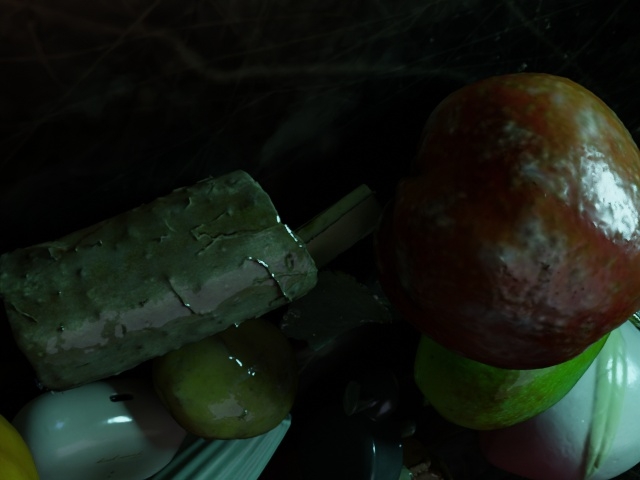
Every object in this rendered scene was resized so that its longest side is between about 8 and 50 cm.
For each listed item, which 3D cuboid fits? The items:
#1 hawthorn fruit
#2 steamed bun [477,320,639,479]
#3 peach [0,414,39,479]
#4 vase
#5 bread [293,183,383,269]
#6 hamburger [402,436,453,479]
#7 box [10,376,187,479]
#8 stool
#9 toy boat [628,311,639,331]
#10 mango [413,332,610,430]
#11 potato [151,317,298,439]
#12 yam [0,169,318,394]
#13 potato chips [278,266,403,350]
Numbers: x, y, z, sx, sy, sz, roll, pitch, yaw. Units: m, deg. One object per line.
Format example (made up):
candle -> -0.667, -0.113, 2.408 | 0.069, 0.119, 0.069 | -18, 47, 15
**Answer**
hawthorn fruit -> 0.188, -0.013, 0.773 | 0.284, 0.284, 0.284 | -23, 147, -16
steamed bun -> 0.371, 0.254, 1.236 | 0.309, 0.309, 0.309 | -23, 147, -16
peach -> -0.354, 0.231, 0.538 | 0.343, 0.343, 0.302 | -22, 144, -17
vase -> -0.143, 0.299, 1.019 | 0.248, 0.128, 0.128 | -46, 147, 4
bread -> 0.000, 0.000, 0.824 | 0.153, 0.028, 0.068 | -36, 149, 4
hamburger -> 0.129, 0.471, 1.477 | 0.262, 0.131, 0.124 | -39, 113, 20
box -> -0.239, 0.212, 0.844 | 0.200, 0.088, 0.146 | 2, 133, -41
stool -> 0.073, 0.304, 1.177 | 0.139, 0.153, 0.228 | 6, 131, -45
toy boat -> 0.477, 0.088, 1.232 | 0.066, 0.210, 0.084 | -40, -170, 40
mango -> 0.283, 0.094, 1.046 | 0.225, 0.201, 0.382 | 32, 101, -32
potato -> -0.095, 0.146, 0.845 | 0.137, 0.137, 0.176 | -47, 157, 22
yam -> -0.132, 0.029, 0.658 | 0.238, 0.128, 0.129 | -22, -179, -7
potato chips -> 0.028, 0.083, 0.900 | 0.167, 0.059, 0.228 | -12, 164, 19
